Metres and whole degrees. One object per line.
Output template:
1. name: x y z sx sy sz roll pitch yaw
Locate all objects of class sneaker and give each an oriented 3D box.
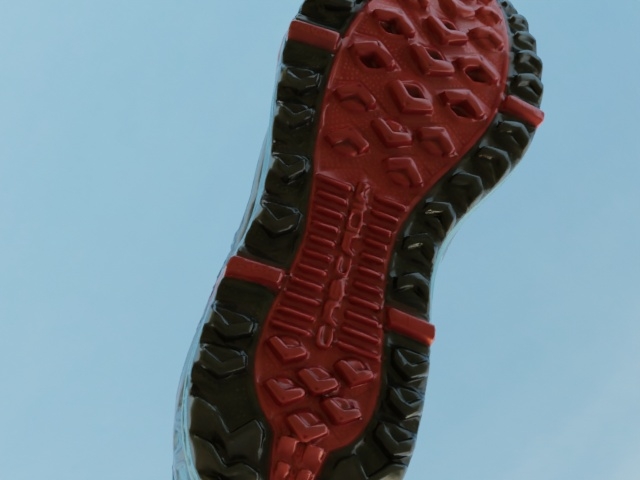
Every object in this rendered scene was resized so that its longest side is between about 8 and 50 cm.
1. sneaker: 0.000 0.000 0.537 0.104 0.125 0.262 28 -118 -7
